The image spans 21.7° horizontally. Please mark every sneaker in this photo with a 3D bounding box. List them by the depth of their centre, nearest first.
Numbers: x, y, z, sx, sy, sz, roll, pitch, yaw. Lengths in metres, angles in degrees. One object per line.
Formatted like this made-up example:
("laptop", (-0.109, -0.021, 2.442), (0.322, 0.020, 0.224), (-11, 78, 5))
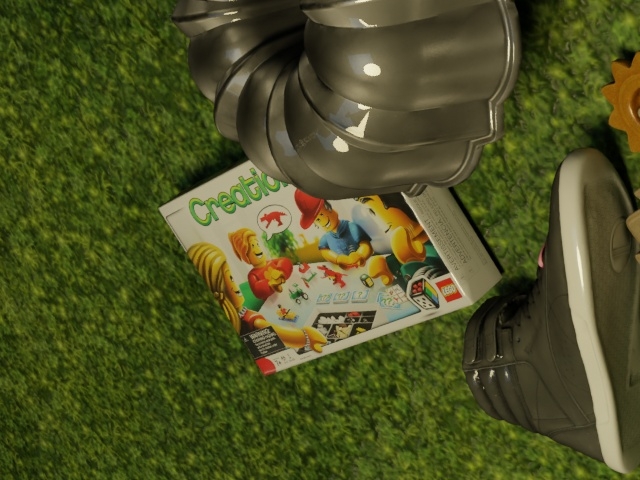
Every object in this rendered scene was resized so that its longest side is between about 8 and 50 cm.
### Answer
("sneaker", (0.173, 0.053, 1.315), (0.147, 0.104, 0.295), (11, 131, 32))

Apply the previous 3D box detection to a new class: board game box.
("board game box", (0.000, 0.000, 1.482), (0.305, 0.053, 0.193), (-24, 101, 50))

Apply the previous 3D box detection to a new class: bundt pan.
("bundt pan", (-0.006, -0.176, 1.217), (0.331, 0.124, 0.331), (34, 134, 45))

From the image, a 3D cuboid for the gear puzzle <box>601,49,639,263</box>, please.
("gear puzzle", (0.314, 0.005, 1.201), (0.339, 0.044, 0.175), (53, 145, 2))
